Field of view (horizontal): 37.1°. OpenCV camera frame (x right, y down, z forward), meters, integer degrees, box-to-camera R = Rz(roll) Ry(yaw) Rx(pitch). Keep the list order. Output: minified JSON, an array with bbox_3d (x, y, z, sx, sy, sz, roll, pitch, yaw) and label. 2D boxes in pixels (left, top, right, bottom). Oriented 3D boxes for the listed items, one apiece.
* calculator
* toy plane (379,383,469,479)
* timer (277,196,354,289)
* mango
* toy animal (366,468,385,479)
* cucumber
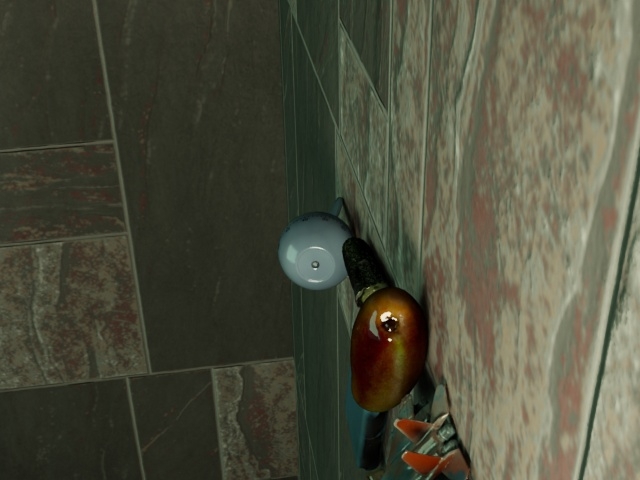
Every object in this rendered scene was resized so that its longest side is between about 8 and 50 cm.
[{"bbox_3d":[0.087,0.316,1.825,0.293,0.051,0.173,93,170,-48],"label":"calculator"},{"bbox_3d":[0.113,0.350,1.307,0.223,0.104,0.326,-102,25,-46],"label":"toy plane"},{"bbox_3d":[0.011,0.015,1.944,0.255,0.175,0.175,-17,-77,-69],"label":"timer"},{"bbox_3d":[0.096,0.154,1.356,0.267,0.111,0.133,97,168,-52],"label":"mango"},{"bbox_3d":[0.103,0.470,1.585,0.168,0.121,0.233,66,159,12],"label":"toy animal"},{"bbox_3d":[0.077,0.056,1.669,0.245,0.067,0.067,-107,13,-69],"label":"cucumber"}]
